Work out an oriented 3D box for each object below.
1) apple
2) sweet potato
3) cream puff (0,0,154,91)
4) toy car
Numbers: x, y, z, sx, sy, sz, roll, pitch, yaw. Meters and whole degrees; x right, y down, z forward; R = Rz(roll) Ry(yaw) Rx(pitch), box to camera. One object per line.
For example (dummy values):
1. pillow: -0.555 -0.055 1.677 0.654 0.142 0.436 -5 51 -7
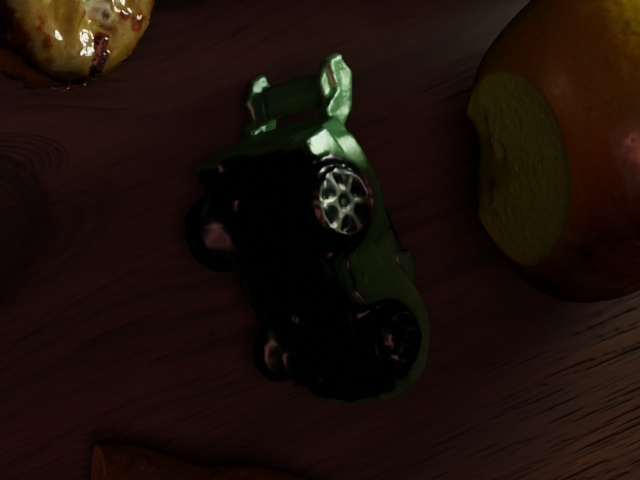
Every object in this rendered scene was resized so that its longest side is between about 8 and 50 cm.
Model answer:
1. apple: 0.327 -0.122 1.642 0.384 0.374 0.374 -30 103 33
2. sweet potato: -0.098 0.311 1.681 0.337 0.131 0.131 12 93 -11
3. cream puff: -0.283 -0.273 1.553 0.240 0.164 0.240 -24 120 -50
4. toy car: 0.000 0.000 1.636 0.176 0.213 0.358 -39 108 -41
